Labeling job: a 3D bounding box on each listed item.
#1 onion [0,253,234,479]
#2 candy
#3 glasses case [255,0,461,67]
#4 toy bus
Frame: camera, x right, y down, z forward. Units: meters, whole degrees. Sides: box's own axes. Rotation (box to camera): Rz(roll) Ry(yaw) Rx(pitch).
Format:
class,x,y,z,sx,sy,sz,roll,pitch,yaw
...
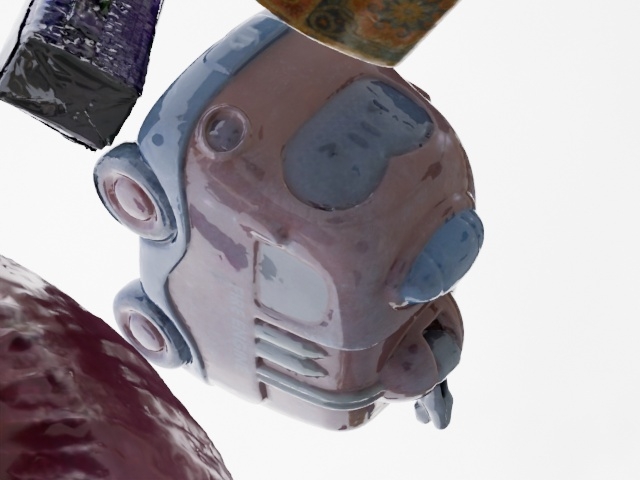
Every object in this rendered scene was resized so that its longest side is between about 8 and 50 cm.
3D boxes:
class,x,y,z,sx,sy,sz,roll,pitch,yaw
onion,-0.195,0.128,0.473,0.345,0.358,0.358,73,-145,-56
candy,-0.153,-0.171,1.079,0.088,0.061,0.312,30,-150,-16
glasses case,0.050,-0.134,0.426,0.075,0.218,0.049,24,-128,-19
toy bus,0.000,0.000,1.050,0.197,0.232,0.294,-43,-28,-34
